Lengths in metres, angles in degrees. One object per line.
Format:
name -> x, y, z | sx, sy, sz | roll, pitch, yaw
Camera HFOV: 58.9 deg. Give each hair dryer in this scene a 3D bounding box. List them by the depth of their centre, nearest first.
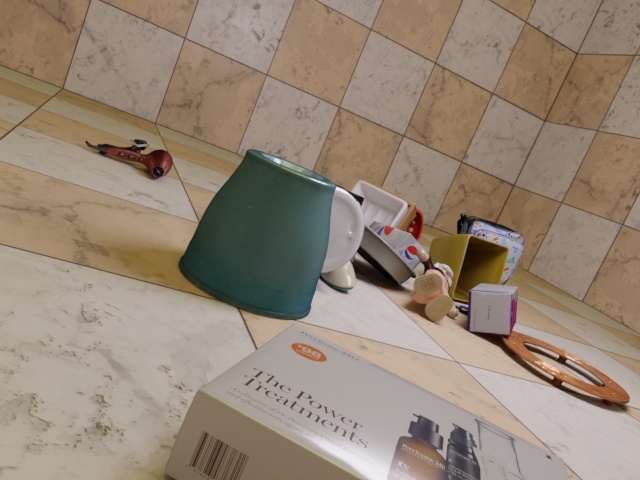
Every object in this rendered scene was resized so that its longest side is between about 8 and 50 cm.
hair dryer -> -0.575, -0.250, 1.784 | 0.293, 0.080, 0.223 | 23, 25, 32

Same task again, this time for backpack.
backpack -> 0.636, 0.065, 2.186 | 0.276, 0.263, 0.213 | 18, 16, -3

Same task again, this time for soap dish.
soap dish -> 0.209, -0.087, 2.185 | 0.291, 0.229, 0.118 | 32, -2, 42

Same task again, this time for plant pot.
plant pot -> -0.098, -0.027, 1.086 | 0.271, 0.255, 0.271 | 22, 10, -4
plant pot -> 0.473, 0.089, 1.915 | 0.212, 0.212, 0.187 | 15, 0, -34
plant pot -> 0.300, -0.061, 2.312 | 0.174, 0.191, 0.191 | 24, 9, 39

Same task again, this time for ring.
ring -> 0.620, 0.327, 1.462 | 0.336, 0.032, 0.336 | 23, 10, -4

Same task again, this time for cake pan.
cake pan -> 0.151, 0.027, 1.646 | 0.293, 0.054, 0.293 | 42, -3, 2

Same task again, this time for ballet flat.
ballet flat -> 0.030, 0.049, 1.447 | 0.086, 0.086, 0.248 | 19, 10, -21

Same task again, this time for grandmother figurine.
grandmother figurine -> 0.319, 0.120, 1.591 | 0.104, 0.208, 0.342 | -17, -2, 14

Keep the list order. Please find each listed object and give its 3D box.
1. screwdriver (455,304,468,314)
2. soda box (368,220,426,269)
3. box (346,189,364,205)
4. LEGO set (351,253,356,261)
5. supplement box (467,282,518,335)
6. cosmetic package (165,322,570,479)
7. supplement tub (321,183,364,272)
screwdriver -> 0.380, 0.192, 1.687 | 0.170, 0.025, 0.024 | 16, 9, 12
soda box -> 0.228, 0.017, 1.848 | 0.098, 0.091, 0.286 | 46, -5, -19
box -> 0.050, -0.081, 1.882 | 0.077, 0.180, 0.147 | 28, 11, 32
LEGO set -> 0.000, 0.000, 1.640 | 0.182, 0.060, 0.244 | 28, -13, -12
supplement box -> 0.479, 0.185, 1.569 | 0.114, 0.111, 0.220 | 3, 3, 22
cosmetic package -> 0.077, 0.235, 0.594 | 0.377, 0.097, 0.284 | 25, 8, 11
supplement tub -> -0.055, -0.055, 1.391 | 0.207, 0.207, 0.338 | 18, 3, -27
